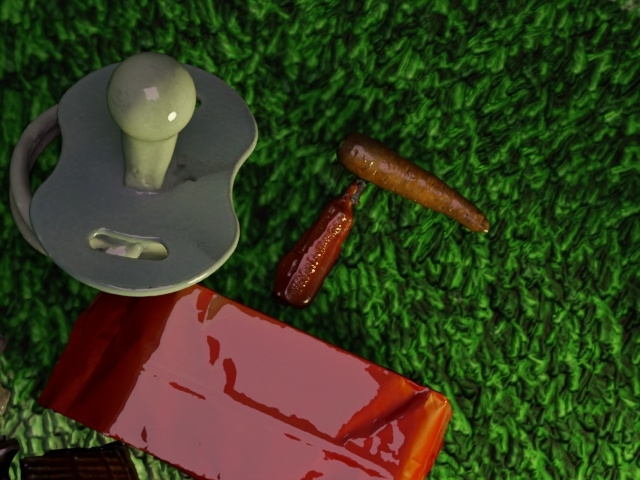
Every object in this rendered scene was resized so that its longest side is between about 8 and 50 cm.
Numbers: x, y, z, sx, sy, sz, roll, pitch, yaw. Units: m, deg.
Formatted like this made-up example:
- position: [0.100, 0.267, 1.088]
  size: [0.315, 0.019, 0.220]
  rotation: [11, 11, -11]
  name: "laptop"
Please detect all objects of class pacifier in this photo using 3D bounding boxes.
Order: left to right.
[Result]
- position: [-0.185, -0.100, 1.422]
  size: [0.244, 0.233, 0.299]
  rotation: [11, 54, -6]
  name: "pacifier"

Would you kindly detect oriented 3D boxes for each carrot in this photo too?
- position: [0.104, -0.061, 1.573]
  size: [0.191, 0.047, 0.047]
  rotation: [29, 83, -9]
  name: "carrot"

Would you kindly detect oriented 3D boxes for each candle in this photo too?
- position: [0.000, 0.000, 1.551]
  size: [0.053, 0.048, 0.162]
  rotation: [30, 83, 13]
  name: "candle"

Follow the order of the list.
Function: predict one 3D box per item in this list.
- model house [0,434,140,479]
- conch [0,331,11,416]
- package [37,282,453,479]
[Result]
- position: [-0.225, 0.341, 1.410]
  size: [0.283, 0.297, 0.317]
  rotation: [-18, 69, -9]
  name: "model house"
- position: [-0.447, 0.161, 1.435]
  size: [0.240, 0.186, 0.313]
  rotation: [49, 63, -9]
  name: "conch"
- position: [-0.066, 0.178, 1.494]
  size: [0.424, 0.123, 0.196]
  rotation: [26, 79, -6]
  name: "package"
